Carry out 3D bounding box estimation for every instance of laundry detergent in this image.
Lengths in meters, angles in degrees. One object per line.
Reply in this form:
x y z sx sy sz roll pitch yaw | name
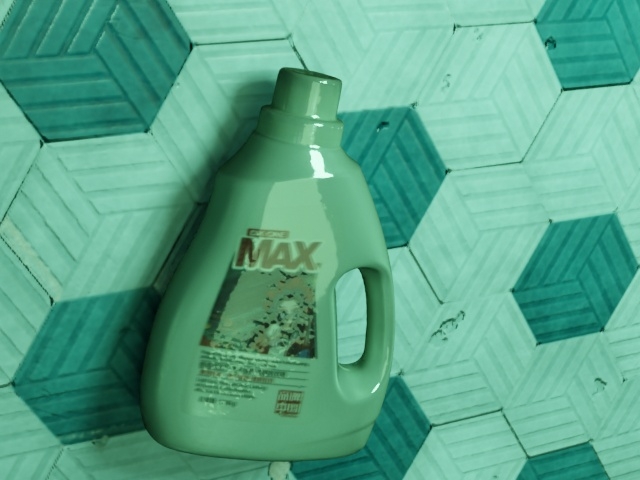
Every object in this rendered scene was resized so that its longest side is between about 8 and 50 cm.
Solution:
-0.031 0.026 1.191 0.264 0.124 0.397 8 103 -15 | laundry detergent
